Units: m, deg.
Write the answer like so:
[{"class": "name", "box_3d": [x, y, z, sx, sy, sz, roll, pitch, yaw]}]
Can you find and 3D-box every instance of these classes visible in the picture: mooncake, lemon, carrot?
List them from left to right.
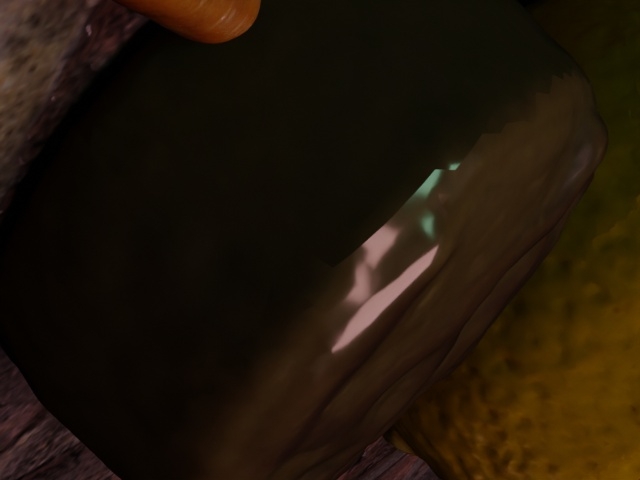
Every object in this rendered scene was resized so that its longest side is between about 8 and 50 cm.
[{"class": "carrot", "box_3d": [-0.064, -0.095, 0.594, 0.037, 0.037, 0.190, -49, 165, 9]}, {"class": "mooncake", "box_3d": [0.000, 0.000, 0.805, 0.284, 0.155, 0.284, -46, 167, -14]}, {"class": "lemon", "box_3d": [0.177, 0.009, 1.052, 0.336, 0.336, 0.336, -44, 166, -14]}]
